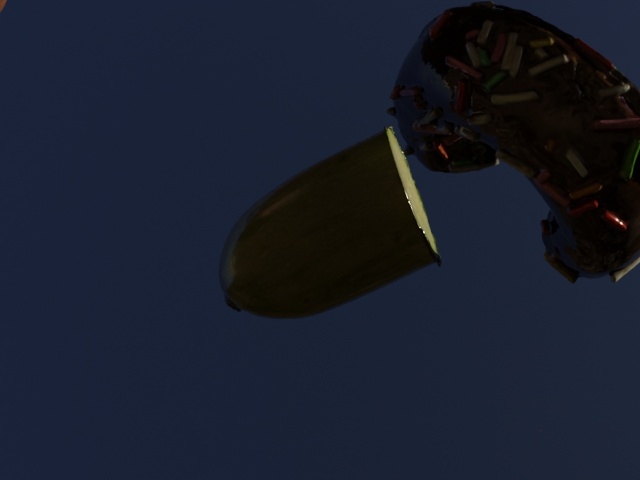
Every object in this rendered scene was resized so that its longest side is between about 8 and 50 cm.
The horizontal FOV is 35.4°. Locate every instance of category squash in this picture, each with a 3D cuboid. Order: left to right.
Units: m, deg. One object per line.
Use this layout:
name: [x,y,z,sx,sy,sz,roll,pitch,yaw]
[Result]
squash: [0.000,0.000,0.816,0.186,0.123,0.123,-27,-105,11]

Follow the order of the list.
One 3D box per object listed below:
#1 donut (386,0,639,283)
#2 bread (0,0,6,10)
donut: [0.215,-0.106,1.030,0.345,0.259,0.136,39,-101,19]
bread: [-0.337,-0.171,0.795,0.199,0.199,0.104,-39,-72,3]
